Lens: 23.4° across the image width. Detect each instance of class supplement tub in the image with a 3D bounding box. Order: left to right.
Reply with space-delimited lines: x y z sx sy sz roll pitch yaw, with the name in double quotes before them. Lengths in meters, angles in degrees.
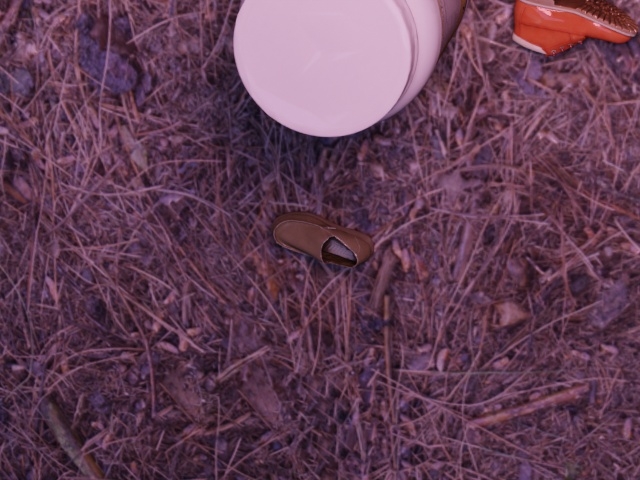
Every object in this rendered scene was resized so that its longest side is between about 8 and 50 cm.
"supplement tub" 0.040 -0.274 1.839 0.241 0.331 0.241 6 115 13

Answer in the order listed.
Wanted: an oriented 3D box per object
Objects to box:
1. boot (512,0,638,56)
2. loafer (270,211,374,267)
"boot" 0.315 -0.263 1.929 0.157 0.059 0.085 19 121 15
"loafer" 0.000 0.000 2.135 0.148 0.050 0.056 12 116 10
